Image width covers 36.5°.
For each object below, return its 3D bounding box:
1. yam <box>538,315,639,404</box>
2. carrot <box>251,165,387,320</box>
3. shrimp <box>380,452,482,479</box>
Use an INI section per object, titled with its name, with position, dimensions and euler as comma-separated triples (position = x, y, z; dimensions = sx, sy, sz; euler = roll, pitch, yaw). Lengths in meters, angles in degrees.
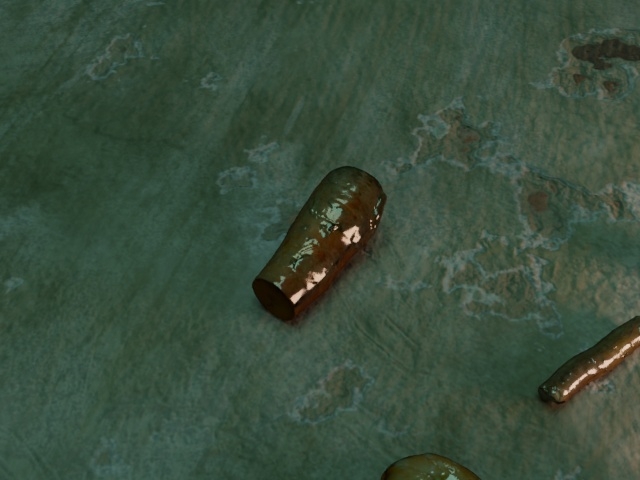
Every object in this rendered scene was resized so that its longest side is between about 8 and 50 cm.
[yam]
position = 0.445, 0.192, 1.554
dimensions = 0.241, 0.057, 0.057
euler = -28, 52, -24
[carrot]
position = 0.000, 0.000, 1.696
dimensions = 0.138, 0.139, 0.302
euler = 28, 62, 25
[shrimp]
position = 0.208, 0.401, 1.371
dimensions = 0.287, 0.063, 0.152
euler = 34, 46, 30
